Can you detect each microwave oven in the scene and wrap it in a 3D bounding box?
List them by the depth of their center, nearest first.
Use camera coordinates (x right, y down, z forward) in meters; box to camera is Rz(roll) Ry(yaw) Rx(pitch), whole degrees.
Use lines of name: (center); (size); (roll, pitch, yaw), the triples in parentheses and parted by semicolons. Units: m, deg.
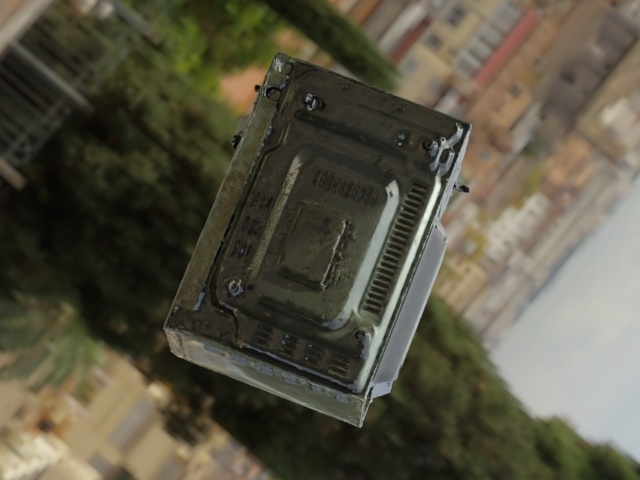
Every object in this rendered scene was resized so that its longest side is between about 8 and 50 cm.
microwave oven: (0.000, 0.000, 1.240); (0.129, 0.163, 0.205); (86, 24, -76)
